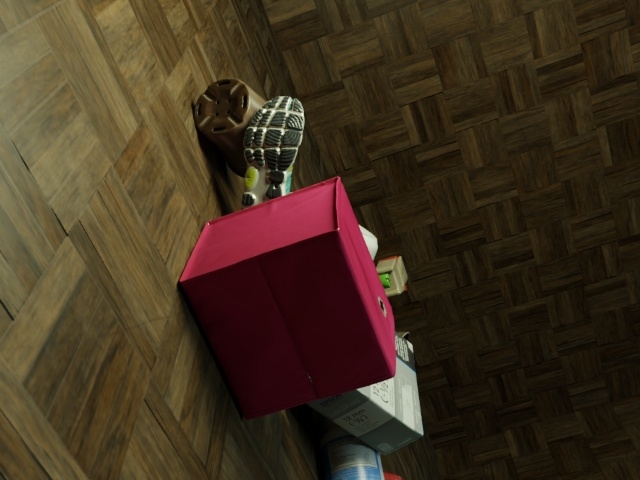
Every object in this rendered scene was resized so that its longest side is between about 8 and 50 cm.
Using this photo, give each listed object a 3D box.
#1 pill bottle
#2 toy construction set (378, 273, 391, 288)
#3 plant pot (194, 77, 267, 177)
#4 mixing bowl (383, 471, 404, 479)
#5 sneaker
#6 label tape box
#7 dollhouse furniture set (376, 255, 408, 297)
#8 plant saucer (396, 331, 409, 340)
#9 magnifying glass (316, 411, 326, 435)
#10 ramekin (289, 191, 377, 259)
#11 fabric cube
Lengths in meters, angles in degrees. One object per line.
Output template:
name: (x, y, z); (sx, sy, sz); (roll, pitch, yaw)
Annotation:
pill bottle: (0.065, 0.462, 1.520); (0.124, 0.124, 0.221); (63, 13, -47)
toy construction set: (0.079, 0.196, 1.776); (0.309, 0.237, 0.257); (63, 12, -47)
plant pot: (-0.157, -0.231, 1.457); (0.165, 0.167, 0.167); (40, 32, -61)
mixing bowl: (0.187, 0.690, 1.921); (0.181, 0.098, 0.181); (-17, 90, -82)
sneaker: (-0.096, -0.141, 1.399); (0.110, 0.107, 0.275); (-14, 117, -83)
label tape box: (0.056, 0.245, 1.495); (0.347, 0.115, 0.249); (41, 29, -29)
dollhouse furniture set: (0.100, 0.125, 1.995); (0.135, 0.259, 0.262); (-42, 116, -70)
plant saucer: (0.126, 0.354, 1.830); (0.050, 0.310, 0.310); (31, -3, 17)
magnifying glass: (0.037, 0.468, 1.682); (0.092, 0.026, 0.231); (-90, 158, -65)
ramekin: (0.000, 0.000, 1.568); (0.273, 0.127, 0.273); (28, 8, -4)
fabric cube: (-0.040, 0.085, 1.178); (0.254, 0.259, 0.258); (-83, 153, -68)
